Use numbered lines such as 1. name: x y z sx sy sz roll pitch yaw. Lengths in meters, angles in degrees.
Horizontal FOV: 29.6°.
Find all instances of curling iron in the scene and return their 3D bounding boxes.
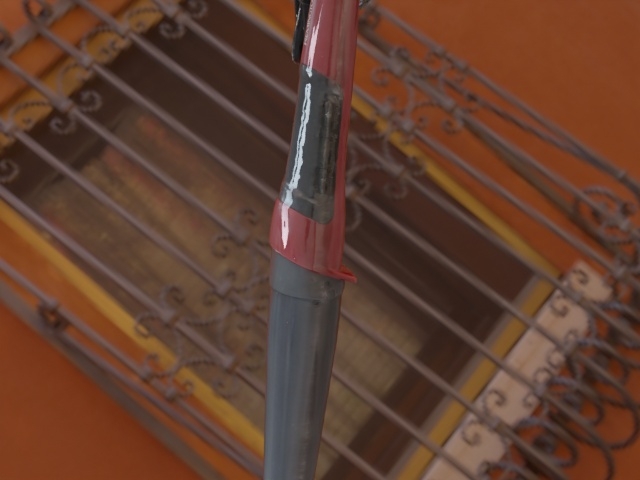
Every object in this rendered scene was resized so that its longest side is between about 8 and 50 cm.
1. curling iron: 0.000 0.000 0.486 0.068 0.035 0.274 -38 -48 -75
